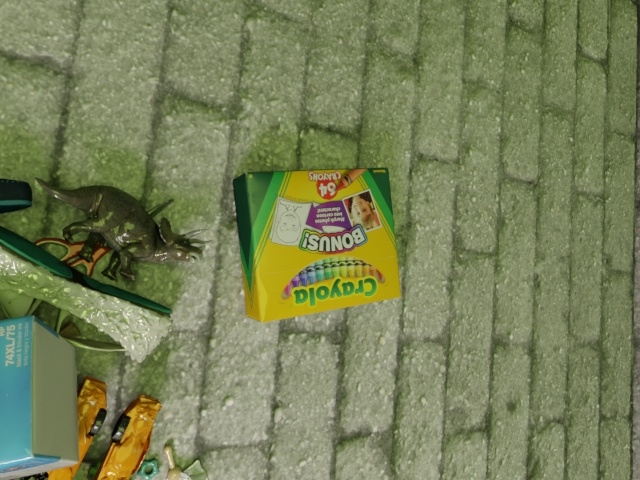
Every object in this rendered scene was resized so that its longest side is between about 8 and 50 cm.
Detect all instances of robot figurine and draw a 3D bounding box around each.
[{"bbox_3d":[-0.407,0.400,0.859,0.211,0.085,0.291,28,74,-22],"label":"robot figurine"}]

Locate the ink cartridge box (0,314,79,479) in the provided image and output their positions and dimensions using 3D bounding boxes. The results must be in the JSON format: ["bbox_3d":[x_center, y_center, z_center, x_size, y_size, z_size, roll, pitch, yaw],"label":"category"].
[{"bbox_3d":[-0.524,0.250,0.714,0.270,0.198,0.197,-9,66,-13],"label":"ink cartridge box"}]

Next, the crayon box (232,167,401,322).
[{"bbox_3d":[0.000,0.000,1.132,0.363,0.106,0.313,-6,90,-27],"label":"crayon box"}]

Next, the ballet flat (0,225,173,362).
[{"bbox_3d":[-0.448,0.105,0.855,0.409,0.147,0.147,35,72,-31],"label":"ballet flat"}]

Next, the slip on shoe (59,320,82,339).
[{"bbox_3d":[-0.505,0.192,0.891,0.135,0.051,0.041,-24,103,-29],"label":"slip on shoe"}]

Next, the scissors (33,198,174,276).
[{"bbox_3d":[-0.413,0.010,0.972,0.297,0.021,0.109,-23,96,-28],"label":"scissors"}]

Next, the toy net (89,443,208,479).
[{"bbox_3d":[-0.324,0.462,0.969,0.232,0.045,0.122,38,70,-20],"label":"toy net"}]

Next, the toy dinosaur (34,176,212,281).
[{"bbox_3d":[-0.380,-0.025,0.932,0.313,0.121,0.160,39,59,-21],"label":"toy dinosaur"}]

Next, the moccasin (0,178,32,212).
[{"bbox_3d":[-0.658,-0.099,0.787,0.342,0.138,0.117,-1,83,-28],"label":"moccasin"}]
